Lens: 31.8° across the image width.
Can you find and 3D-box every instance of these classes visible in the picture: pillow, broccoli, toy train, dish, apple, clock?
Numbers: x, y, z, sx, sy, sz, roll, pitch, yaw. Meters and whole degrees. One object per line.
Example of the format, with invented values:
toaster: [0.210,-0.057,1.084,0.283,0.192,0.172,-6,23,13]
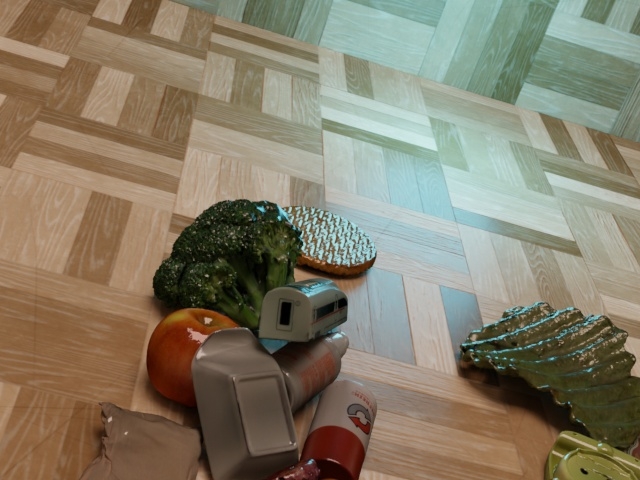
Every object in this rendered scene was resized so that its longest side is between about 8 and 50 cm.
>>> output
pillow: [-0.254,0.319,1.561,0.173,0.067,0.270,22,27,-9]
broccoli: [-0.145,0.051,1.997,0.294,0.265,0.245,-11,75,-36]
toy train: [-0.017,0.110,1.915,0.086,0.088,0.407,3,1,11]
dish: [-0.104,0.240,1.676,0.154,0.064,0.234,-3,70,-37]
apple: [-0.196,0.186,1.777,0.163,0.139,0.163,17,13,-4]
clock: [0.455,0.419,1.850,0.170,0.069,0.232,23,27,6]

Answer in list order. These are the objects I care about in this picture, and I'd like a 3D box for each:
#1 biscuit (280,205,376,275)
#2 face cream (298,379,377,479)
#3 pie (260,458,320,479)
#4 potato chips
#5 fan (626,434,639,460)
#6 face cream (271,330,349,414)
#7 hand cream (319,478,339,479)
biscuit: [0.000,0.000,2.357,0.254,0.035,0.254,16,26,-8]
face cream: [0.026,0.312,1.731,0.096,0.096,0.214,21,27,1]
pie: [-0.069,0.350,1.568,0.153,0.153,0.038,-20,80,-52]
potato chips: [0.469,0.240,2.163,0.373,0.097,0.389,30,29,18]
fan: [0.647,0.395,2.091,0.132,0.009,0.220,31,29,19]
face cream: [-0.020,0.208,1.885,0.101,0.101,0.252,30,29,19]
hand cream: [-0.034,0.398,1.466,0.139,0.089,0.314,60,21,-1]
